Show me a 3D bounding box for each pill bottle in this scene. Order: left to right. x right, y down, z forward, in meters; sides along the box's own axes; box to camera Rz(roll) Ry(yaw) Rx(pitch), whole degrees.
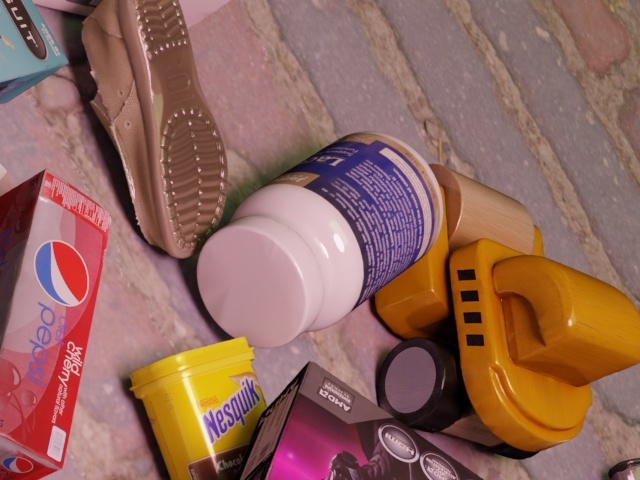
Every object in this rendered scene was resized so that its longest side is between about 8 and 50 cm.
[{"bbox_3d":[0.000,0.000,1.915,0.153,0.153,0.264,60,37,-4],"label":"pill bottle"}]

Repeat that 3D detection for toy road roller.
[{"bbox_3d":[0.205,0.062,2.047,0.202,0.240,0.330,22,53,-42],"label":"toy road roller"}]

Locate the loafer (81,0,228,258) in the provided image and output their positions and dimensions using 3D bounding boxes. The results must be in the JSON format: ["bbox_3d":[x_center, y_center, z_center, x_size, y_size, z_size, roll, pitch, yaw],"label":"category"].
[{"bbox_3d":[-0.161,-0.115,1.851,0.102,0.092,0.269,-13,95,-51],"label":"loafer"}]

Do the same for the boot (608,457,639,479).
[{"bbox_3d":[0.359,0.349,2.183,0.338,0.118,0.223,26,47,-53],"label":"boot"}]

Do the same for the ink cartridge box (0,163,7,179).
[{"bbox_3d":[-0.330,-0.079,1.675,0.115,0.029,0.063,50,40,-18],"label":"ink cartridge box"}]

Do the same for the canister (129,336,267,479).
[{"bbox_3d":[-0.092,0.184,1.765,0.126,0.073,0.170,-12,80,-52],"label":"canister"}]

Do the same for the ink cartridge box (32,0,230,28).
[{"bbox_3d":[-0.221,-0.327,1.880,0.272,0.114,0.198,7,64,-48],"label":"ink cartridge box"}]

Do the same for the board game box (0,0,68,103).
[{"bbox_3d":[-0.357,-0.220,1.594,0.254,0.079,0.336,60,18,-3],"label":"board game box"}]

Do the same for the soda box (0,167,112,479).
[{"bbox_3d":[-0.250,0.076,1.624,0.083,0.092,0.263,34,46,-31],"label":"soda box"}]

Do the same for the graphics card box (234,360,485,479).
[{"bbox_3d":[0.021,0.288,1.608,0.232,0.094,0.371,35,32,-7],"label":"graphics card box"}]
